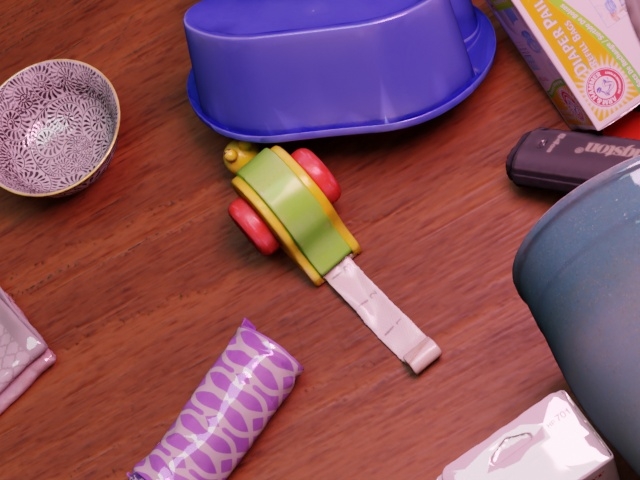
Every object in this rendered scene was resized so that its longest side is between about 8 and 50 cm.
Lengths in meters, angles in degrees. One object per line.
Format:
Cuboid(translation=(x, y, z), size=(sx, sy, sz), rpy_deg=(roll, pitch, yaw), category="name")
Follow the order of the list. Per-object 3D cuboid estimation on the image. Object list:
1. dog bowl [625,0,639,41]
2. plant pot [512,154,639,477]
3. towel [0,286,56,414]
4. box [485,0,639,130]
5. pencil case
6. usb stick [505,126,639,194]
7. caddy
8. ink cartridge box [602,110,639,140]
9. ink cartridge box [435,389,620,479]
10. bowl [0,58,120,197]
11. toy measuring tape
Cuboid(translation=(0.474, -0.278, 1.495), size=(0.349, 0.102, 0.348), rpy_deg=(0, 88, -11), category="dog bowl")
Cuboid(translation=(0.329, 0.094, 1.295), size=(0.272, 0.271, 0.255), rpy_deg=(-20, 58, 5), category="plant pot")
Cuboid(translation=(-0.497, 0.119, 1.692), size=(0.317, 0.053, 0.332), rpy_deg=(-41, 63, -5), category="towel")
Cuboid(translation=(0.256, -0.221, 1.563), size=(0.103, 0.114, 0.203), rpy_deg=(-35, 98, -2), category="box")
Cuboid(translation=(-0.105, 0.182, 1.551), size=(0.206, 0.086, 0.088), rpy_deg=(-51, 42, -12), category="pencil case")
Cuboid(translation=(0.312, -0.068, 1.511), size=(0.278, 0.045, 0.077), rpy_deg=(11, 56, 39), category="usb stick")
Cuboid(translation=(0.013, -0.216, 1.641), size=(0.341, 0.179, 0.241), rpy_deg=(-5, 44, 13), category="caddy")
Cuboid(translation=(0.359, -0.032, 1.539), size=(0.189, 0.066, 0.232), rpy_deg=(6, 73, 17), category="ink cartridge box")
Cuboid(translation=(0.195, 0.230, 1.389), size=(0.140, 0.190, 0.082), rpy_deg=(-34, 63, -2), category="ink cartridge box")
Cuboid(translation=(-0.292, -0.111, 1.723), size=(0.170, 0.080, 0.170), rpy_deg=(-5, 66, 12), category="bowl")
Cuboid(translation=(0.000, 0.000, 1.582), size=(0.121, 0.121, 0.330), rpy_deg=(-40, 64, -5), category="toy measuring tape")
